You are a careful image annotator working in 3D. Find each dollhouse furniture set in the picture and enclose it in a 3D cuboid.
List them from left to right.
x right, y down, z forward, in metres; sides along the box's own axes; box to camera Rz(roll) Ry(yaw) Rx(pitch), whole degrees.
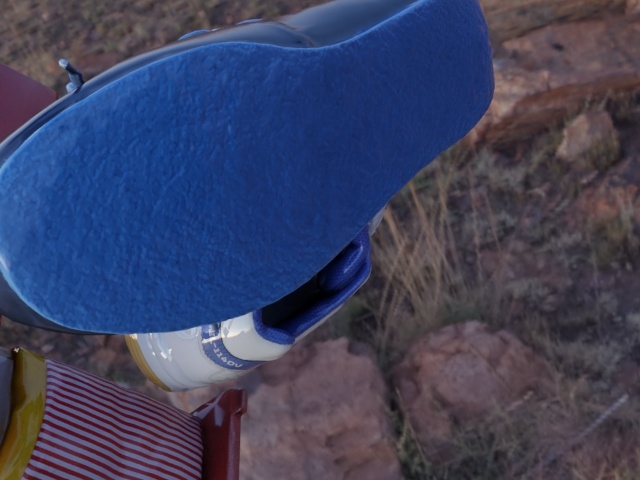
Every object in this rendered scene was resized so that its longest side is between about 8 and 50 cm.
[{"bbox_3d":[-0.176,0.040,0.671,0.152,0.201,0.374,-32,46,33],"label":"dollhouse furniture set"}]

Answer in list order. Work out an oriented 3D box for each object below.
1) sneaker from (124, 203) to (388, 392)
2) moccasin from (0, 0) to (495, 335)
[{"bbox_3d":[0.000,0.000,0.657,0.131,0.112,0.296,-15,26,42],"label":"sneaker"},{"bbox_3d":[-0.034,-0.044,0.478,0.116,0.138,0.342,4,20,40],"label":"moccasin"}]
